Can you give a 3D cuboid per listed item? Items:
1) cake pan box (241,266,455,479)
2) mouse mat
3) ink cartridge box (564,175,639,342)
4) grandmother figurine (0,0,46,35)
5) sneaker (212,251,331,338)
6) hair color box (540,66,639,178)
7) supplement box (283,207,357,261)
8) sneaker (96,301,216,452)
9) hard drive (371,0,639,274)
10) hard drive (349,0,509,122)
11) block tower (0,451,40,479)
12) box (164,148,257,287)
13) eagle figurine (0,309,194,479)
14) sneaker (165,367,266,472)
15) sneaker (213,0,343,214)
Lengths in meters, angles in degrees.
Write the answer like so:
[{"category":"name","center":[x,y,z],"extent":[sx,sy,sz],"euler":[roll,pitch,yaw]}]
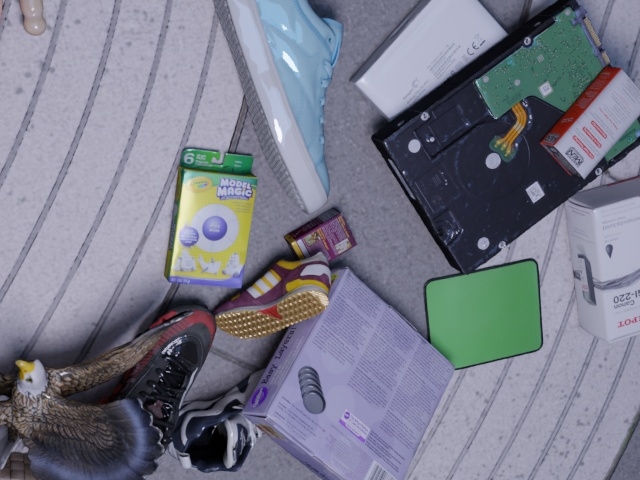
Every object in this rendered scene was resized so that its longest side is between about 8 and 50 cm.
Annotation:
[{"category":"cake pan box","center":[0.051,0.209,1.483],"extent":[0.267,0.070,0.245],"euler":[42,64,-27]},{"category":"mouse mat","center":[0.247,0.114,1.616],"extent":[0.190,0.007,0.152],"euler":[-10,106,-14]},{"category":"ink cartridge box","center":[0.467,0.027,1.620],"extent":[0.159,0.092,0.217],"euler":[-15,109,-14]},{"category":"grandmother figurine","center":[-0.421,-0.303,1.260],"extent":[0.208,0.104,0.342],"euler":[12,97,-48]},{"category":"sneaker","center":[-0.064,0.074,1.460],"extent":[0.185,0.084,0.069],"euler":[-17,134,26]},{"category":"hair color box","center":[0.374,-0.160,1.459],"extent":[0.072,0.043,0.141],"euler":[43,86,-21]},{"category":"supplement box","center":[0.000,0.000,1.489],"extent":[0.083,0.043,0.055],"euler":[-30,110,-8]},{"category":"sneaker","center":[-0.222,0.209,1.416],"extent":[0.098,0.135,0.276],"euler":[38,89,-28]},{"category":"hard drive","center":[0.266,-0.144,1.486],"extent":[0.339,0.064,0.237],"euler":[-37,111,-6]},{"category":"hard drive","center":[0.215,-0.192,1.514],"extent":[0.307,0.040,0.203],"euler":[43,88,-22]},{"category":"block tower","center":[-0.524,0.319,1.373],"extent":[0.335,0.097,0.091],"euler":[9,100,-18]},{"category":"box","center":[-0.145,-0.029,1.437],"extent":[0.105,0.043,0.179],"euler":[5,100,-19]},{"category":"eagle figurine","center":[-0.312,0.189,1.316],"extent":[0.298,0.225,0.226],"euler":[4,95,1]},{"category":"sneaker","center":[-0.100,0.252,1.458],"extent":[0.235,0.153,0.094],"euler":[-11,107,-15]},{"category":"sneaker","center":[-0.025,-0.217,1.382],"extent":[0.150,0.135,0.366],"euler":[-20,109,-9]}]
